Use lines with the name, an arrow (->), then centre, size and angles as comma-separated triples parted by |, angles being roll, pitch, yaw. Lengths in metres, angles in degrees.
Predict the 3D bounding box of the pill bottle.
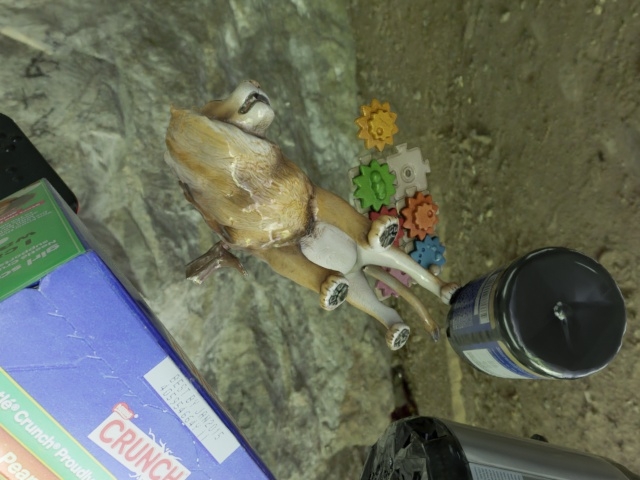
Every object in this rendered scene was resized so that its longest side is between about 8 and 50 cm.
pill bottle -> 0.212, 0.088, 0.583 | 0.219, 0.122, 0.123 | 106, 152, -76

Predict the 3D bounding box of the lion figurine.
lion figurine -> 0.000, 0.000, 0.609 | 0.240, 0.142, 0.392 | 31, 169, 37

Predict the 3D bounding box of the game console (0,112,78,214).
game console -> -0.654, -0.072, 0.882 | 0.342, 0.386, 0.060 | 40, 144, 29

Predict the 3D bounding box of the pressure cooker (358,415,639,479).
pressure cooker -> 0.266, 0.446, 0.685 | 0.375, 0.420, 0.370 | 137, 146, -75

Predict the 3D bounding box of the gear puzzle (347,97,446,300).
gear puzzle -> 0.137, -0.075, 0.916 | 0.044, 0.175, 0.339 | 10, 118, 60

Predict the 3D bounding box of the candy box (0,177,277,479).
candy box -> -0.188, 0.102, 0.452 | 0.317, 0.122, 0.268 | 20, 143, 56

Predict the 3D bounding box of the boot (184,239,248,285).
boot -> -0.226, 0.067, 1.154 | 0.106, 0.114, 0.037 | 49, 169, 16
